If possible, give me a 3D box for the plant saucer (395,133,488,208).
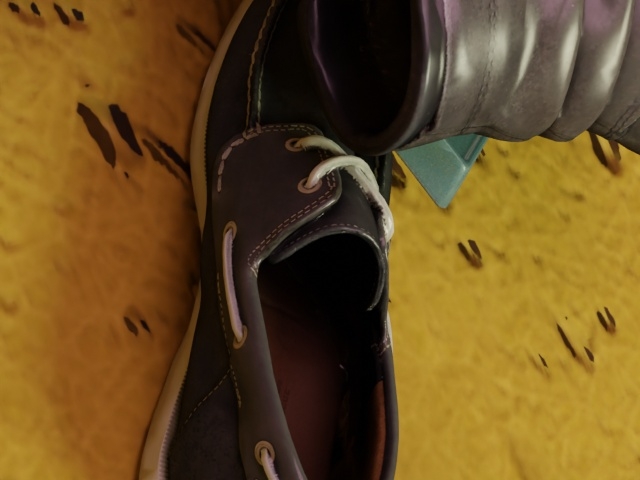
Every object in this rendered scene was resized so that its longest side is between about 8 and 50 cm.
[{"bbox_3d":[0.058,-0.082,0.679,0.067,0.018,0.192,51,34,-11],"label":"plant saucer"}]

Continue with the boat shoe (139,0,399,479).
[{"bbox_3d":[0.000,0.000,0.610,0.084,0.079,0.233,22,60,-28],"label":"boat shoe"}]

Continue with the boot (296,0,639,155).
[{"bbox_3d":[0.098,-0.182,0.623,0.222,0.118,0.338,9,65,-27],"label":"boot"}]
